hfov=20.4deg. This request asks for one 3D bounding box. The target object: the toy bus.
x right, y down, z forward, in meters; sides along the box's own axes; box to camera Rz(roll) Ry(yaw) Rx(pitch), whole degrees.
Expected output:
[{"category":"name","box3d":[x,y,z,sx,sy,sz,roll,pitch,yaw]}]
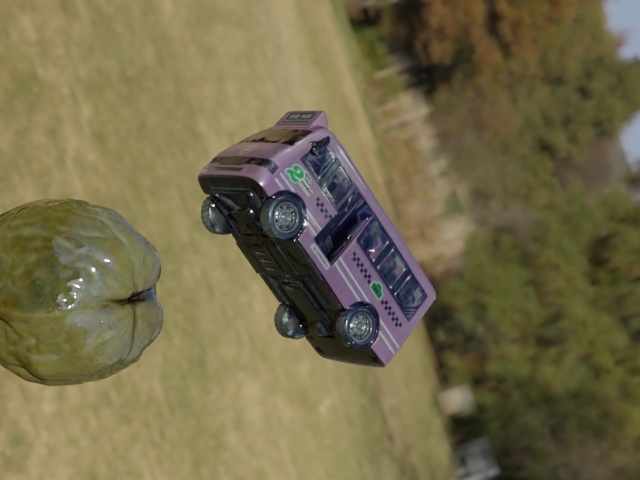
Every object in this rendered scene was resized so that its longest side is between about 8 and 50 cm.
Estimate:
[{"category":"toy bus","box3d":[0.000,0.000,1.372,0.096,0.108,0.199,5,-45,52]}]

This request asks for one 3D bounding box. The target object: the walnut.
[{"category":"walnut","box3d":[-0.114,0.023,0.795,0.092,0.092,0.092,-20,90,-87]}]
